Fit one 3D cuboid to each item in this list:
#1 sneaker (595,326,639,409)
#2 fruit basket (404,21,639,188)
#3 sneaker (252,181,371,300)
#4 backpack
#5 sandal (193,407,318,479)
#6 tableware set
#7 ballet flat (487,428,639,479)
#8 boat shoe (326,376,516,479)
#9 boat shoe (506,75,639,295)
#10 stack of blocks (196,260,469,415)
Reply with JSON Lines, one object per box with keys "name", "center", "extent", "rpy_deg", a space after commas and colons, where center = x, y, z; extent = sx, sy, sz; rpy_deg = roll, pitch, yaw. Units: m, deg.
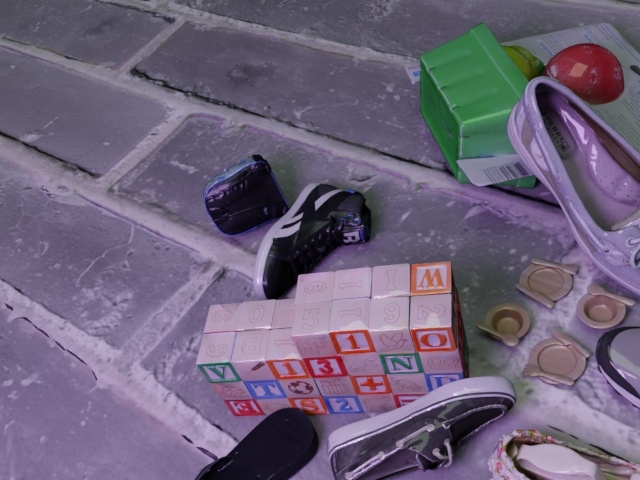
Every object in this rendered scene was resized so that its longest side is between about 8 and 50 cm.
{"name": "sneaker", "center": [0.416, 0.139, 0.735], "extent": [0.271, 0.108, 0.100], "rpy_deg": [18, 58, 33]}
{"name": "fruit basket", "center": [0.335, -0.202, 1.078], "extent": [0.353, 0.165, 0.327], "rpy_deg": [-9, 45, -10]}
{"name": "sneaker", "center": [0.000, 0.000, 1.031], "extent": [0.121, 0.079, 0.217], "rpy_deg": [9, 51, 28]}
{"name": "backpack", "center": [-0.120, -0.066, 1.124], "extent": [0.114, 0.105, 0.084], "rpy_deg": [-28, 23, -6]}
{"name": "sandal", "center": [-0.111, 0.283, 0.826], "extent": [0.097, 0.054, 0.254], "rpy_deg": [26, 61, 36]}
{"name": "tableware set", "center": [0.280, 0.092, 0.888], "extent": [0.141, 0.020, 0.168], "rpy_deg": [30, 63, 38]}
{"name": "ballet flat", "center": [0.278, 0.244, 0.709], "extent": [0.241, 0.077, 0.091], "rpy_deg": [9, 52, 26]}
{"name": "boat shoe", "center": [0.115, 0.217, 0.798], "extent": [0.219, 0.078, 0.070], "rpy_deg": [-24, 44, 8]}
{"name": "boat shoe", "center": [0.343, -0.057, 0.864], "extent": [0.118, 0.103, 0.320], "rpy_deg": [-35, 79, 2]}
{"name": "stack of blocks", "center": [0.015, 0.122, 0.850], "extent": [0.297, 0.171, 0.087], "rpy_deg": [-6, 47, 16]}
